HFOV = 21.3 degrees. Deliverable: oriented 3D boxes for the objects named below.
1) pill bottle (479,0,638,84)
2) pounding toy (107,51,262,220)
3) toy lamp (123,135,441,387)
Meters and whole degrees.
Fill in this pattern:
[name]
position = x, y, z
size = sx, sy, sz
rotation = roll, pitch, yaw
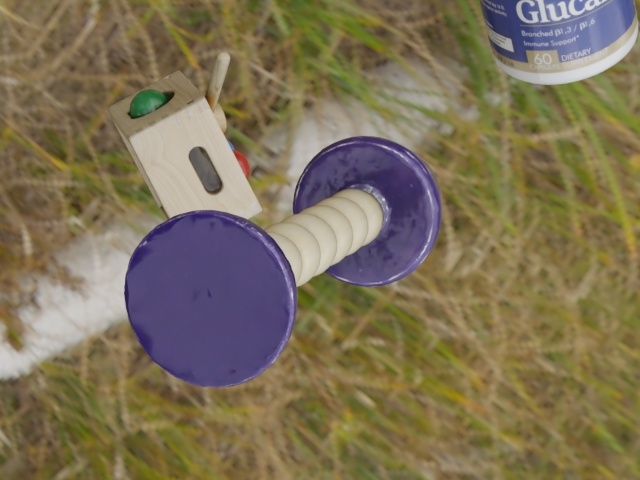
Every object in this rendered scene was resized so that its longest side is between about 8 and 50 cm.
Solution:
[pill bottle]
position = 0.134, -0.187, 1.032
size = 0.094, 0.094, 0.169
rotation = -33, 130, -18
[pounding toy]
position = -0.105, -0.085, 1.407
size = 0.100, 0.130, 0.141
rotation = -29, 113, -6
[toy lamp]
position = 0.000, 0.000, 0.781
size = 0.275, 0.080, 0.080
rotation = -35, 144, -69
